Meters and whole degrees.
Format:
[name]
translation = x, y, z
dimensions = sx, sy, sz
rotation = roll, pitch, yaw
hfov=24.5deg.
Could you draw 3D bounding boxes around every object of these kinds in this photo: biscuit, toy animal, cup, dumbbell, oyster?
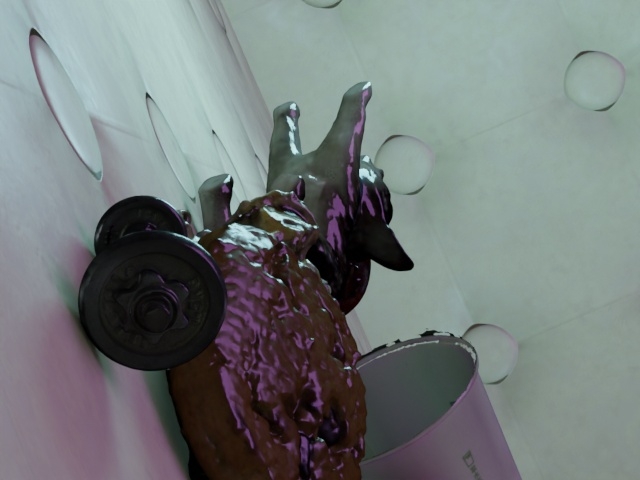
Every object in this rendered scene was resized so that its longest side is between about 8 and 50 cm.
[biscuit]
translation = -0.035, 0.122, 1.319
dimensions = 0.296, 0.075, 0.296
rotation = 41, 40, -47
[toy animal]
translation = 0.000, 0.000, 1.897
dimensions = 0.344, 0.194, 0.302
rotation = -50, 126, -50
[cup]
translation = 0.128, 0.285, 1.759
dimensions = 0.274, 0.253, 0.253
rotation = 60, 6, -20
[dumbbell]
translation = -0.140, 0.019, 1.172
dimensions = 0.110, 0.110, 0.254
rotation = 65, -2, -21
[oyster]
translation = -0.066, 0.055, 1.528
dimensions = 0.238, 0.115, 0.351
rotation = 65, 16, 12

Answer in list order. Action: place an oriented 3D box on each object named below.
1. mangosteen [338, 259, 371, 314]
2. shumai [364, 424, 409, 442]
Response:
[mangosteen]
translation = -0.022, 0.028, 2.141
dimensions = 0.200, 0.200, 0.200
rotation = -24, 90, -86
[shumai]
translation = 0.073, 0.225, 1.934
dimensions = 0.166, 0.175, 0.206
rotation = 44, 19, -39
